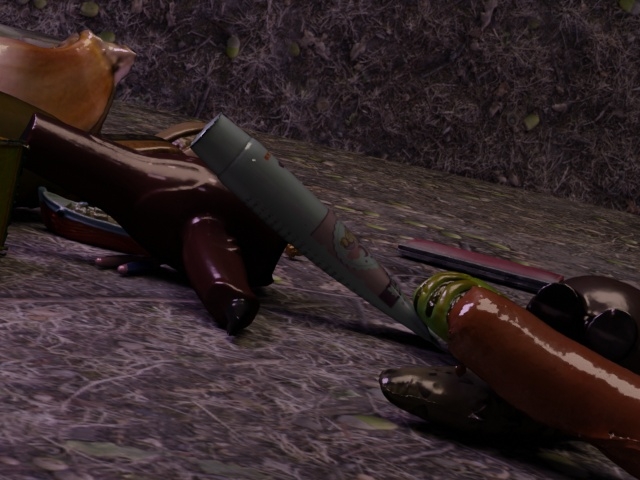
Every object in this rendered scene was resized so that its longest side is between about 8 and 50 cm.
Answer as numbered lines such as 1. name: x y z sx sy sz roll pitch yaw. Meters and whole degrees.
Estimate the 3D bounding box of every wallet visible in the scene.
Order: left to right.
1. wallet: 0.234 0.036 2.129 0.232 0.025 0.119 15 9 15

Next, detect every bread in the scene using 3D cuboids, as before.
1. bread: 0.157 0.078 1.485 0.130 0.071 0.139 32 5 14

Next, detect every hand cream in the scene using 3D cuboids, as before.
1. hand cream: 0.000 0.000 1.511 0.331 0.058 0.085 45 3 -10

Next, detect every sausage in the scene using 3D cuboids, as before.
1. sausage: 0.239 0.138 1.133 0.327 0.079 0.087 29 -14 20

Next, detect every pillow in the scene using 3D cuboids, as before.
1. pillow: 0.160 0.138 1.223 0.241 0.051 0.093 9 11 -34

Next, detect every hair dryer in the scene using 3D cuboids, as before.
1. hair dryer: -0.149 -0.002 1.456 0.313 0.123 0.340 24 15 -21

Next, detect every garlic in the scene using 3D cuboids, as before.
1. garlic: -0.443 -0.208 2.084 0.313 0.249 0.286 -20 45 -38

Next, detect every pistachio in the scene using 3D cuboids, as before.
1. pistachio: -0.192 -0.115 2.187 0.124 0.124 0.185 20 16 39

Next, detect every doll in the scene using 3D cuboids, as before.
1. doll: 0.273 0.094 1.398 0.182 0.117 0.257 28 6 26

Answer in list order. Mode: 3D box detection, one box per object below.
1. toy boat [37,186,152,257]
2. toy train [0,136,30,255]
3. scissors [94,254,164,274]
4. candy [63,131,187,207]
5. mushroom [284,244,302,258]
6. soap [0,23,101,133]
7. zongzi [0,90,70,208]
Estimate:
1. toy boat: -0.239 -0.025 1.662 0.173 0.058 0.069 13 8 2
2. toy train: -0.413 -0.070 1.423 0.261 0.134 0.177 17 8 20
3. scissors: -0.196 0.024 1.558 0.039 0.012 0.113 17 9 21
4. candy: -0.292 -0.089 1.904 0.271 0.101 0.143 3 18 -26
5. mushroom: -0.159 -0.010 1.840 0.286 0.028 0.026 11 51 -11
6. soap: -0.450 -0.239 2.358 0.199 0.182 0.138 6 12 -42
7. zongzi: -0.456 -0.117 1.698 0.300 0.145 0.274 10 2 28
